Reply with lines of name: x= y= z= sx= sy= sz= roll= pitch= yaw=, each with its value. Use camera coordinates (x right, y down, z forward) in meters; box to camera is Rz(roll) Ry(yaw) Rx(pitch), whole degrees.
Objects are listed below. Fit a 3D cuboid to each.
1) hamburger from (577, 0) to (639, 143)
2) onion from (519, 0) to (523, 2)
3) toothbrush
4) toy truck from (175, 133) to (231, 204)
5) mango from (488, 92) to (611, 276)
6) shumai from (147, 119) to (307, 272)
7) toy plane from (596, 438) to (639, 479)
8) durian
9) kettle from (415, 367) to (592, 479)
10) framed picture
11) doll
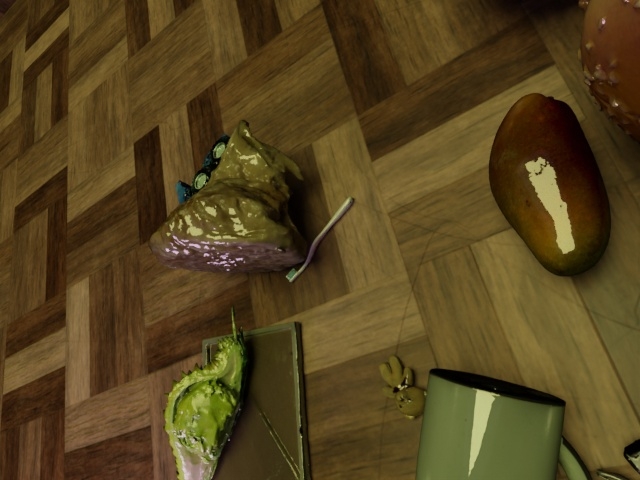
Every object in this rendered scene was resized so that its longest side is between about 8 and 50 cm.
hamburger: x=0.406 y=-0.216 z=0.451 sx=0.287 sy=0.446 sz=0.268 roll=38 pitch=108 yaw=56
onion: x=0.290 y=-0.547 z=0.611 sx=0.348 sy=0.348 sz=0.385 roll=-39 pitch=75 yaw=19
toothbrush: x=0.000 y=0.000 z=0.861 sx=0.022 sy=0.017 sz=0.204 roll=41 pitch=101 yaw=15
toy truck: x=-0.228 y=-0.124 z=0.986 sx=0.126 sy=0.113 sz=0.208 roll=33 pitch=92 yaw=40
mango: x=0.307 y=-0.077 z=0.620 sx=0.133 sy=0.111 sz=0.267 roll=-11 pitch=68 yaw=14
shumai: x=-0.176 y=-0.077 z=0.845 sx=0.314 sy=0.267 sz=0.262 roll=-10 pitch=71 yaw=28
toy plane: x=0.419 y=0.270 z=0.487 sx=0.197 sy=0.053 sz=0.078 roll=16 pitch=94 yaw=37
durian: x=-0.212 y=0.308 z=0.833 sx=0.132 sy=0.107 sz=0.374 roll=18 pitch=91 yaw=31
kettle: x=0.224 y=0.300 z=0.552 sx=0.222 sy=0.161 sz=0.236 roll=11 pitch=82 yaw=4
framed picture: x=-0.130 y=0.336 z=0.845 sx=0.248 sy=0.022 sz=0.334 roll=-17 pitch=68 yaw=29
doll: x=0.127 y=0.229 z=0.705 sx=0.061 sy=0.051 sz=0.093 roll=-47 pitch=27 yaw=15
